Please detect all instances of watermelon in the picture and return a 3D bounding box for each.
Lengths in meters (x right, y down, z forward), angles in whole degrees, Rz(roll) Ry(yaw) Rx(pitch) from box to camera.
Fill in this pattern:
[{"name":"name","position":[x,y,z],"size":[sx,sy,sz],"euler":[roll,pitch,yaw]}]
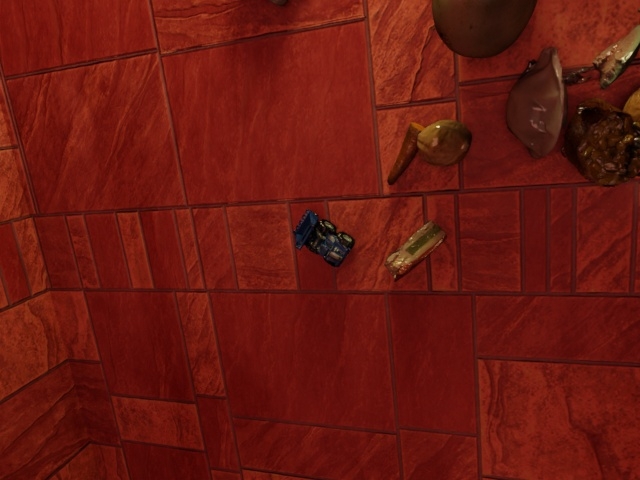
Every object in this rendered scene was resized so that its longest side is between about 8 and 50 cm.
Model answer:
[{"name":"watermelon","position":[0.785,-0.486,1.264],"size":[0.155,0.101,0.080],"euler":[-42,83,10]}]

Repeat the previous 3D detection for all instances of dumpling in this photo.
[{"name":"dumpling","position":[0.575,-0.358,1.307],"size":[0.163,0.204,0.293],"euler":[13,120,29]}]

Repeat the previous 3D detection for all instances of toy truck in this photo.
[{"name":"toy truck","position":[0.000,0.000,1.650],"size":[0.208,0.126,0.113],"euler":[35,114,7]}]

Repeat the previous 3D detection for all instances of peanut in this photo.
[{"name":"peanut","position":[0.362,-0.287,1.442],"size":[0.159,0.109,0.141],"euler":[12,105,-15]}]

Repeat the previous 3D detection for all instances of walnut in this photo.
[{"name":"walnut","position":[0.865,-0.340,1.249],"size":[0.144,0.144,0.180],"euler":[43,121,3]}]

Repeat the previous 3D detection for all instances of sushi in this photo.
[{"name":"sushi","position":[0.743,-0.249,1.274],"size":[0.166,0.179,0.296],"euler":[-17,124,7]}]

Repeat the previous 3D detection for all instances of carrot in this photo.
[{"name":"carrot","position":[0.261,-0.261,1.527],"size":[0.061,0.061,0.210],"euler":[29,118,9]}]

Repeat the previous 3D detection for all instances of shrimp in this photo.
[{"name":"shrimp","position":[0.697,-0.443,1.333],"size":[0.092,0.029,0.038],"euler":[-16,100,18]}]

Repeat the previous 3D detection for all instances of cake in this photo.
[{"name":"cake","position":[0.294,0.039,1.567],"size":[0.086,0.116,0.220],"euler":[48,116,7]}]

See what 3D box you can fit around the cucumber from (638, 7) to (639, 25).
[{"name":"cucumber","position":[0.948,-0.583,1.159],"size":[0.325,0.105,0.145],"euler":[9,92,13]}]

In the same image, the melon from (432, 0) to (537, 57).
[{"name":"melon","position":[0.415,-0.642,1.239],"size":[0.268,0.268,0.330],"euler":[9,127,16]}]

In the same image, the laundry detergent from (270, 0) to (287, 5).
[{"name":"laundry detergent","position":[-0.137,-0.874,1.452],"size":[0.215,0.105,0.280],"euler":[32,112,8]}]
